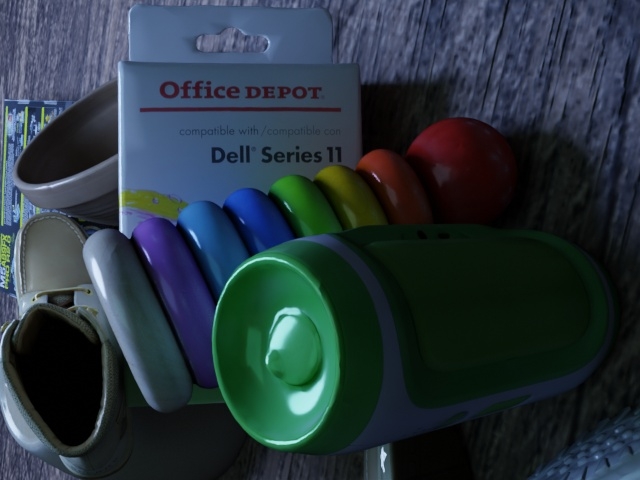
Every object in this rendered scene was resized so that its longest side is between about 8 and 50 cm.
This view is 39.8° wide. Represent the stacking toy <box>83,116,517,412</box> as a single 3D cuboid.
[{"bbox_3d":[0.000,0.000,0.670,0.141,0.330,0.141,60,165,26],"label":"stacking toy"}]

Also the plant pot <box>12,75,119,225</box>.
[{"bbox_3d":[-0.198,-0.090,0.945,0.237,0.237,0.110,6,135,45],"label":"plant pot"}]

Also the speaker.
[{"bbox_3d":[0.077,0.056,0.578,0.131,0.296,0.131,2,92,45],"label":"speaker"}]

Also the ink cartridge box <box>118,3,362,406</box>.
[{"bbox_3d":[-0.071,-0.044,0.775,0.119,0.207,0.354,179,89,-82],"label":"ink cartridge box"}]

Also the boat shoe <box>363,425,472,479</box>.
[{"bbox_3d":[0.067,0.272,0.733,0.098,0.109,0.302,-7,92,44],"label":"boat shoe"}]

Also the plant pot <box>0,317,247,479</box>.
[{"bbox_3d":[-0.234,0.147,0.969,0.284,0.191,0.284,1,92,44],"label":"plant pot"}]

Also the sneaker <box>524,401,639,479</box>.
[{"bbox_3d":[0.194,0.200,0.630,0.095,0.090,0.235,49,126,11],"label":"sneaker"}]

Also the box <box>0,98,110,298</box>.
[{"bbox_3d":[-0.353,-0.049,1.167,0.216,0.060,0.270,10,98,48],"label":"box"}]

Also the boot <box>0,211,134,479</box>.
[{"bbox_3d":[-0.226,0.070,0.770,0.203,0.095,0.262,110,148,-70],"label":"boot"}]
